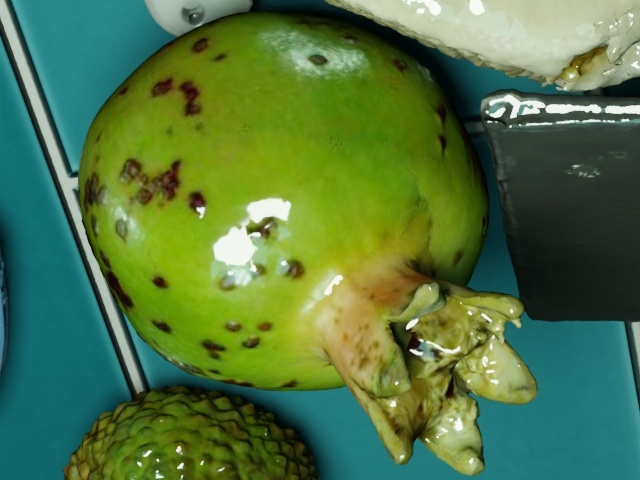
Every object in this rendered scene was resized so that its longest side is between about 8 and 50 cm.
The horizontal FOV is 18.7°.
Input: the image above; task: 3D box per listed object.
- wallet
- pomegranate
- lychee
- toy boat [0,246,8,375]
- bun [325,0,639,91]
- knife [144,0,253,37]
[{"bbox_3d":[0.174,-0.011,1.088,0.146,0.030,0.285,-3,156,9],"label":"wallet"},{"bbox_3d":[-0.015,-0.008,1.043,0.231,0.286,0.231,-4,112,-10],"label":"pomegranate"},{"bbox_3d":[-0.078,0.169,1.266,0.171,0.171,0.171,3,126,5],"label":"lychee"},{"bbox_3d":[-0.247,0.061,1.237,0.100,0.097,0.223,9,126,4],"label":"toy boat"},{"bbox_3d":[0.070,-0.193,0.912,0.281,0.281,0.205,21,95,-8],"label":"bun"},{"bbox_3d":[-0.098,-0.227,1.045,0.073,0.040,0.265,-19,122,7],"label":"knife"}]
